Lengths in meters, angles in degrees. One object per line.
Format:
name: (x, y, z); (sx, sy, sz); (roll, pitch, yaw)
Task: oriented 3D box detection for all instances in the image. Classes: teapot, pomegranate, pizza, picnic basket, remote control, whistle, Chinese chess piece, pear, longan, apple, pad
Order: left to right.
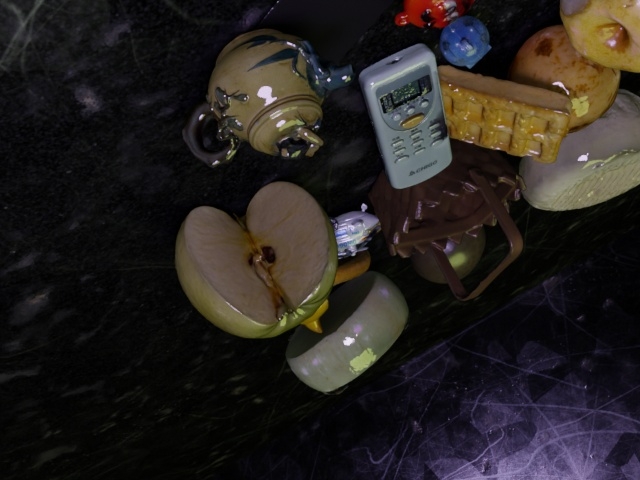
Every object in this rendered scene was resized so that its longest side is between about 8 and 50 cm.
apple: (-0.115, 0.051, 1.400); (0.295, 0.257, 0.233); (-23, 158, -17)
teapot: (-0.074, -0.185, 1.064); (0.269, 0.182, 0.173); (-31, 159, 13)
pizza: (0.045, 0.054, 1.763); (0.271, 0.134, 0.056); (-23, 122, -56)
Chinese chess piece: (0.071, 0.237, 1.946); (0.349, 0.146, 0.349); (-41, -171, 8)
pad: (0.058, -0.378, 1.058); (0.202, 0.005, 0.300); (2, 142, -51)
remote control: (0.159, -0.211, 1.356); (0.140, 0.056, 0.296); (-24, 140, -1)
longan: (0.323, 0.014, 1.932); (0.198, 0.198, 0.212); (-17, 152, -27)
picnic basket: (0.284, -0.054, 1.588); (0.291, 0.321, 0.254); (-14, 155, -28)
whistle: (0.244, -0.341, 1.274); (0.090, 0.090, 0.158); (-38, -165, 18)
pomegranate: (0.462, -0.313, 1.431); (0.215, 0.215, 0.215); (-25, 156, -12)
pear: (0.534, -0.414, 1.231); (0.271, 0.271, 0.271); (-25, 156, -12)

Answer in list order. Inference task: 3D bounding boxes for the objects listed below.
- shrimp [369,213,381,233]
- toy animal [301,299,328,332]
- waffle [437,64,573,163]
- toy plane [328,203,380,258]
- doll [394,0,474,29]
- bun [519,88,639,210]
shrimp: (0.116, -0.054, 1.748); (0.124, 0.034, 0.178); (6, 141, -44)
toy animal: (-0.070, 0.140, 1.772); (0.156, 0.156, 0.230); (-37, 153, 15)
waffle: (0.322, -0.234, 1.386); (0.168, 0.274, 0.057); (72, 39, -64)
toy plane: (-0.002, -0.002, 1.672); (0.273, 0.107, 0.182); (-13, -169, 18)
doll: (0.201, -0.389, 1.098); (0.217, 0.085, 0.183); (-39, 161, -4)
bun: (0.649, -0.223, 1.809); (0.360, 0.211, 0.359); (-15, 157, -6)
